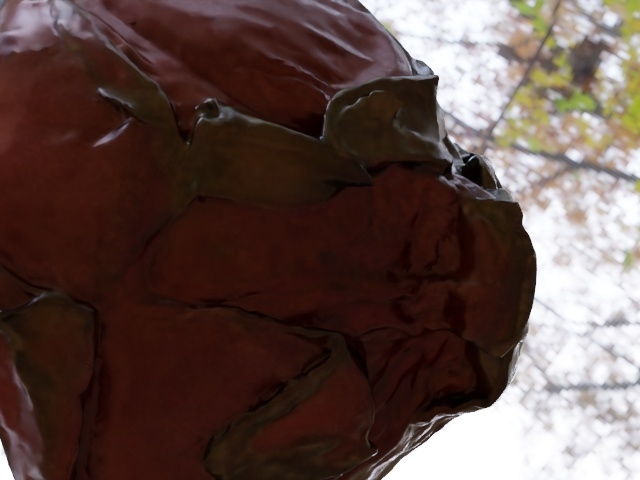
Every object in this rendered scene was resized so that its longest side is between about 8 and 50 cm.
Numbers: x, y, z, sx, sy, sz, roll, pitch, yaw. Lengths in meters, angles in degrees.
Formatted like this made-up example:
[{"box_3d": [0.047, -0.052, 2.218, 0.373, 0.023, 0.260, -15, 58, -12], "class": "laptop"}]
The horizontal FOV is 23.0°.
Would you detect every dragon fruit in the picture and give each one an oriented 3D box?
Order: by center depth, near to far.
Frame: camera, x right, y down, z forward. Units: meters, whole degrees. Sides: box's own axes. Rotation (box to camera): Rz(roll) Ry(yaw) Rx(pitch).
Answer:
[{"box_3d": [-0.001, 0.000, 0.502, 0.148, 0.218, 0.224, -9, -41, 17], "class": "dragon fruit"}]
